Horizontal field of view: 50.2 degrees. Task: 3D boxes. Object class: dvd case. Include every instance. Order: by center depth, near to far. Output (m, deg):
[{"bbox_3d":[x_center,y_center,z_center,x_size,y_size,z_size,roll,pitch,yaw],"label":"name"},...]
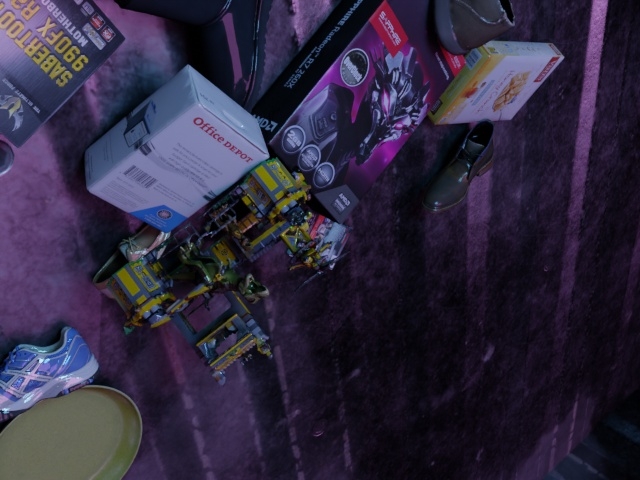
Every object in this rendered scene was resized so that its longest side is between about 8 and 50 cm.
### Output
[{"bbox_3d":[0.000,0.000,1.226,0.119,0.013,0.087,20,98,-46],"label":"dvd case"}]

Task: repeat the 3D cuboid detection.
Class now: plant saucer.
[{"bbox_3d":[-0.386,0.314,1.024,0.241,0.037,0.241,-22,126,-34],"label":"plant saucer"}]

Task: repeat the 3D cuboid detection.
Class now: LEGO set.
[{"bbox_3d":[-0.102,0.063,0.946,0.331,0.192,0.255,-36,169,-13],"label":"LEGO set"}]

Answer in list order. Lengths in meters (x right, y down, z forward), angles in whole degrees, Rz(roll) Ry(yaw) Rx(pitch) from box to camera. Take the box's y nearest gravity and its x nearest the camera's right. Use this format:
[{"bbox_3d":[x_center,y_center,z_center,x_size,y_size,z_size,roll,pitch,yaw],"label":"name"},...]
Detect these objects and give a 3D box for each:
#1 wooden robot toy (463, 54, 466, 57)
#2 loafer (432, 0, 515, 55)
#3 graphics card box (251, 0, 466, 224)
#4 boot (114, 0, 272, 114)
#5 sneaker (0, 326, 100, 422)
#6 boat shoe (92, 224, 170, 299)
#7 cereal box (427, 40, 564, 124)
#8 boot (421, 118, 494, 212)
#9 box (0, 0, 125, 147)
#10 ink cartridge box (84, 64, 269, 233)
[{"bbox_3d":[0.244,-0.381,1.206,0.079,0.076,0.173,-60,139,-16],"label":"wooden robot toy"},{"bbox_3d":[0.248,-0.476,1.048,0.134,0.130,0.366,-17,105,-55],"label":"loafer"},{"bbox_3d":[0.063,-0.237,1.097,0.371,0.094,0.233,-51,137,-8],"label":"graphics card box"},{"bbox_3d":[-0.167,-0.278,0.859,0.207,0.094,0.247,-1,110,-44],"label":"boot"},{"bbox_3d":[-0.410,0.186,0.917,0.211,0.080,0.081,-24,105,-33],"label":"sneaker"},{"bbox_3d":[-0.266,0.022,0.965,0.135,0.050,0.045,-53,142,-6],"label":"boat shoe"},{"bbox_3d":[0.329,-0.295,1.288,0.240,0.047,0.173,-11,151,-38],"label":"cereal box"},{"bbox_3d":[0.269,-0.148,1.331,0.219,0.082,0.106,-44,151,-31],"label":"boot"},{"bbox_3d":[-0.354,-0.243,0.733,0.183,0.056,0.231,-50,136,-11],"label":"box"},{"bbox_3d":[-0.185,-0.111,0.883,0.190,0.082,0.139,-35,141,18],"label":"ink cartridge box"}]
